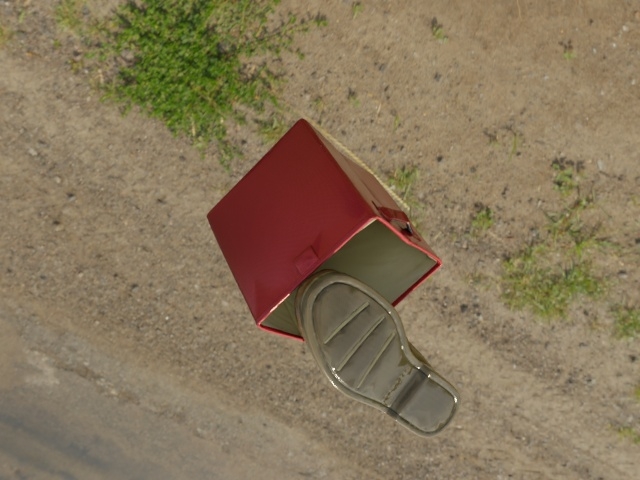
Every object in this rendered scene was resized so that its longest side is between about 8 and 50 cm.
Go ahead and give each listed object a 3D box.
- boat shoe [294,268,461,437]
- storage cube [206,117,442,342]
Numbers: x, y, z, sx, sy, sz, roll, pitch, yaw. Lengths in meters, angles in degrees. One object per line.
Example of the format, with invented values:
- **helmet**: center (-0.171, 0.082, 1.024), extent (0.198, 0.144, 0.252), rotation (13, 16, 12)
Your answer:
- **boat shoe**: center (0.055, 0.138, 0.725), extent (0.307, 0.110, 0.104), rotation (52, 170, -33)
- **storage cube**: center (0.000, 0.000, 0.757), extent (0.215, 0.193, 0.183), rotation (-43, 142, 15)
